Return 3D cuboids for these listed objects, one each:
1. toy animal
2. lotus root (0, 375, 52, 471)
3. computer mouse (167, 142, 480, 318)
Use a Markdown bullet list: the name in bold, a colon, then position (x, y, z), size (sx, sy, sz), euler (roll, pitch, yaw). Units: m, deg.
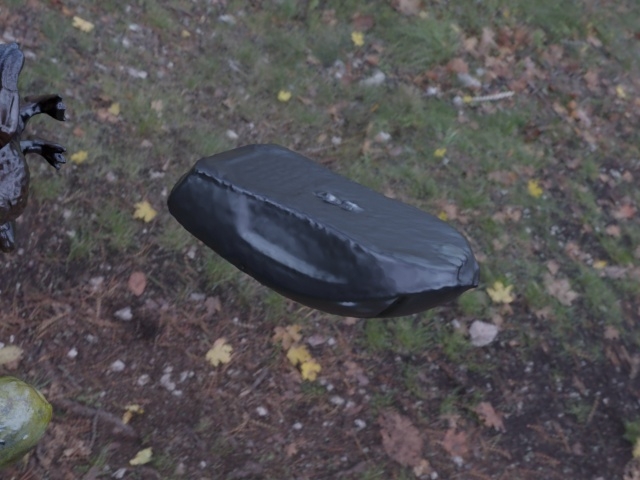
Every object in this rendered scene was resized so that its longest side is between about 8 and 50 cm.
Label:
- **toy animal**: position (-0.315, -0.068, 0.767), size (0.116, 0.219, 0.180), euler (21, 40, -3)
- **lotus root**: position (-0.202, 0.115, 0.479), size (0.099, 0.054, 0.049), euler (-27, 64, -9)
- **computer mouse**: position (0.000, 0.000, 0.561), size (0.217, 0.074, 0.122), euler (28, 25, 23)
